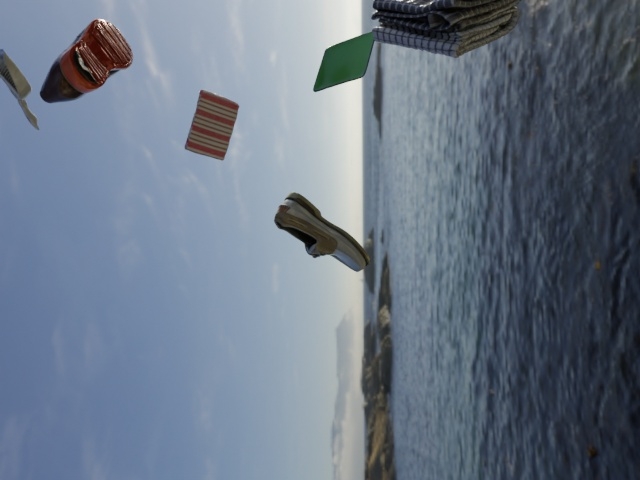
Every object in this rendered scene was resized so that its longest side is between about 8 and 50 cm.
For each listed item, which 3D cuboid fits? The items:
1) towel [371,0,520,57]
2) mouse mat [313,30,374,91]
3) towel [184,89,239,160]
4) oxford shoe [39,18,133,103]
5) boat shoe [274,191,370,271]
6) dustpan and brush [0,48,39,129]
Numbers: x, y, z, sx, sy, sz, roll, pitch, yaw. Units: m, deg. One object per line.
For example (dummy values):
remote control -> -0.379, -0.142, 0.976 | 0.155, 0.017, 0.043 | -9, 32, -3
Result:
towel -> 0.278, -0.515, 1.375 | 0.283, 0.235, 0.121 | -31, -48, -35
mouse mat -> 0.063, -0.476, 1.643 | 0.007, 0.189, 0.153 | 32, -114, -41
towel -> -0.345, -0.364, 1.966 | 0.029, 0.144, 0.197 | 21, 95, 51
oxford shoe -> -0.414, -0.317, 1.091 | 0.097, 0.098, 0.271 | 56, -160, -23
boat shoe -> 0.000, 0.000, 1.730 | 0.103, 0.302, 0.113 | -54, 7, -25
dustpan and brush -> -0.790, -0.389, 1.615 | 0.147, 0.060, 0.211 | 18, 147, 53
